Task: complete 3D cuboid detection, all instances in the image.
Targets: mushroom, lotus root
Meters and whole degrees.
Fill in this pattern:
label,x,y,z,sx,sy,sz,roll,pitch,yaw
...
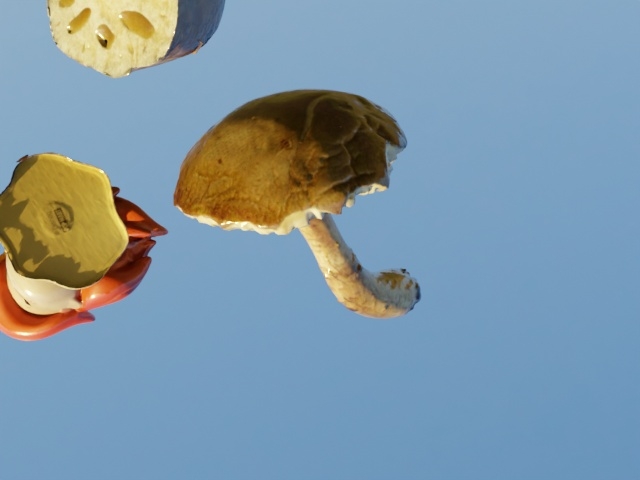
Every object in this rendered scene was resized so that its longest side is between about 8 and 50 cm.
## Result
label,x,y,z,sx,sy,sz,roll,pitch,yaw
mushroom,0.016,-0.021,1.925,0.208,0.302,0.233,-38,-165,39
lotus root,-0.115,-0.169,1.272,0.112,0.122,0.081,-2,-174,43

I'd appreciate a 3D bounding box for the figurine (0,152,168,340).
label,x,y,z,sx,sy,sz,roll,pitch,yaw
figurine,-0.298,0.014,2.322,0.208,0.181,0.257,-62,180,-19
